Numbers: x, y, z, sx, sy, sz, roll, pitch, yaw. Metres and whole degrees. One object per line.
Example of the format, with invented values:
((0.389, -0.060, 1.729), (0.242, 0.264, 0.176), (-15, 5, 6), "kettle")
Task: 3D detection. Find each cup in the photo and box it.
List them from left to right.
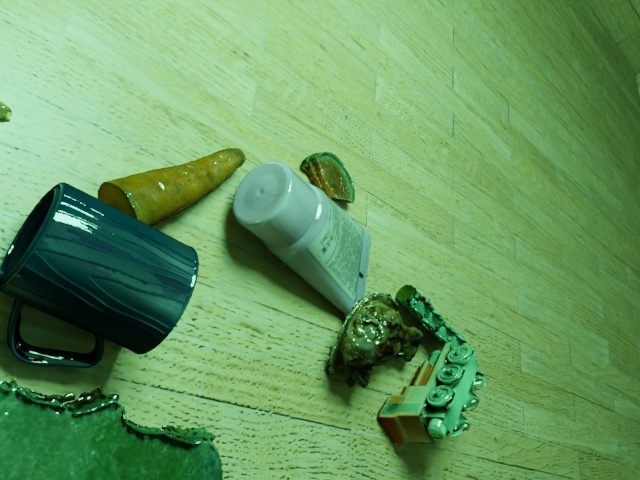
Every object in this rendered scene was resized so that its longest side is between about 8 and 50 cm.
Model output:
((-0.205, 0.040, 0.511), (0.138, 0.113, 0.150), (33, 53, -33), "cup")

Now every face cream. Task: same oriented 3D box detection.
((0.000, 0.000, 0.769), (0.274, 0.096, 0.154), (41, 47, -46), "face cream")

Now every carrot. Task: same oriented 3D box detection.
((-0.152, -0.069, 0.650), (0.210, 0.061, 0.061), (-36, 103, -50), "carrot")

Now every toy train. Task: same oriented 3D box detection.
((0.182, 0.130, 0.921), (0.038, 0.071, 0.148), (-45, 115, -3), "toy train")
((0.172, 0.223, 0.848), (0.176, 0.118, 0.074), (-49, 118, -48), "toy train")

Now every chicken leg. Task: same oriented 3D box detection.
((0.084, 0.134, 0.799), (0.196, 0.080, 0.125), (-12, 116, -54), "chicken leg")

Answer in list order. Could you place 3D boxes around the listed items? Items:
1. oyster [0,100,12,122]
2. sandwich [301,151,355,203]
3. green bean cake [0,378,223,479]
((-0.357, -0.137, 0.473), (0.122, 0.045, 0.146), (-39, 105, -31), "oyster")
((0.018, -0.092, 0.853), (0.101, 0.026, 0.069), (57, 43, -17), "sandwich")
((-0.191, 0.192, 0.479), (0.208, 0.107, 0.193), (-8, 79, -48), "green bean cake")
